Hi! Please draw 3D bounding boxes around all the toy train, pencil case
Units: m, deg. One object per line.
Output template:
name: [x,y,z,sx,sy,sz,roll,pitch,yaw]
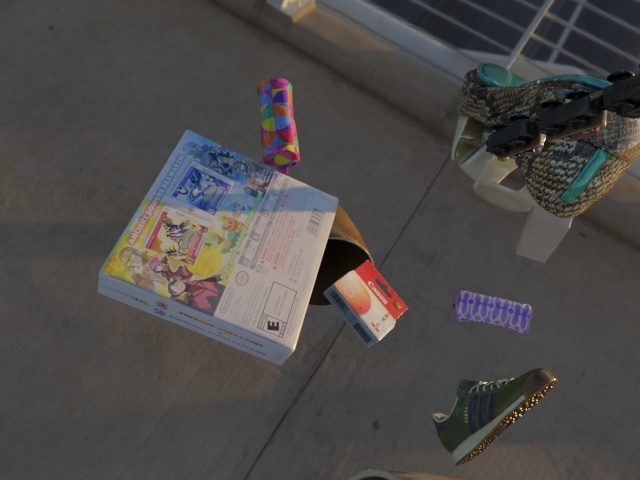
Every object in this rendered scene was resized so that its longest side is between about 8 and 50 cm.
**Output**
toy train: [0.167,-0.081,0.371,0.036,0.158,0.027,6,83,-21]
pencil case: [-0.109,-0.295,1.433,0.105,0.104,0.236,1,70,-15]
pencil case: [0.459,0.194,1.511,0.206,0.086,0.088,10,76,16]

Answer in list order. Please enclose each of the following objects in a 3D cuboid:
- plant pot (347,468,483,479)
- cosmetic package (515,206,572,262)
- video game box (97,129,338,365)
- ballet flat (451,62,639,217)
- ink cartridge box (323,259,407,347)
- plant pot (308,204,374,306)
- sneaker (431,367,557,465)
plant pot: [0.172,0.312,0.448,0.274,0.256,0.256,6,57,-23]
cosmetic package: [0.380,-0.040,0.942,0.061,0.239,0.098,18,79,17]
video game box: [-0.092,0.001,0.573,0.187,0.048,0.205,26,50,-10]
ballet flat: [0.264,-0.144,0.776,0.164,0.182,0.482,25,19,-6]
ink cartridge box: [0.109,0.120,1.173,0.145,0.045,0.179,51,44,6]
plant pot: [0.000,0.000,1.444,0.237,0.237,0.254,6,40,-12]
sneaker: [0.228,0.223,0.781,0.064,0.192,0.086,11,34,-46]
